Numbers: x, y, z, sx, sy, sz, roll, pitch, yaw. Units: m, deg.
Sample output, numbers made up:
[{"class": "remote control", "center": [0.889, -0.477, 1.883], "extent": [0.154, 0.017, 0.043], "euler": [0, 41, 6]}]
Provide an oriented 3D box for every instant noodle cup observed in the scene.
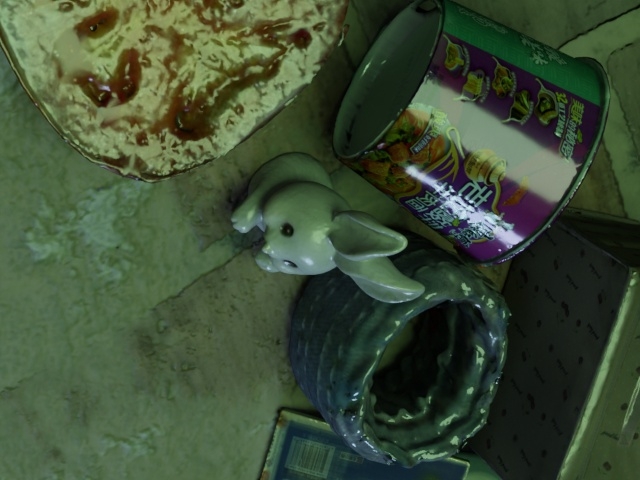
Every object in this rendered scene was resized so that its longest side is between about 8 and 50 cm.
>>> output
[{"class": "instant noodle cup", "center": [0.140, -0.123, 1.437], "extent": [0.190, 0.251, 0.251], "euler": [28, 96, -20]}]

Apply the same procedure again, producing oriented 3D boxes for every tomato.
[{"class": "tomato", "center": [-0.151, -0.240, 1.308], "extent": [0.338, 0.143, 0.338], "euler": [-6, 108, -18]}]

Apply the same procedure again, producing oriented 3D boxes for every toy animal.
[{"class": "toy animal", "center": [-0.001, 0.001, 1.421], "extent": [0.130, 0.221, 0.104], "euler": [-21, 120, -17]}]

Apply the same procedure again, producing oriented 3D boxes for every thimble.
[{"class": "thimble", "center": [0.090, 0.116, 1.530], "extent": [0.205, 0.172, 0.236], "euler": [35, 92, -32]}]

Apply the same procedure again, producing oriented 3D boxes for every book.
[{"class": "book", "center": [0.020, 0.367, 1.630], "extent": [0.228, 0.018, 0.322], "euler": [17, 104, -2]}]

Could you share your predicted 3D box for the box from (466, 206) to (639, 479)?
[{"class": "box", "center": [0.316, 0.139, 1.608], "extent": [0.190, 0.225, 0.297], "euler": [11, 105, -26]}]

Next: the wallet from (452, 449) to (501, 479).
[{"class": "wallet", "center": [0.213, 0.377, 1.731], "extent": [0.360, 0.083, 0.252], "euler": [11, 104, -22]}]
